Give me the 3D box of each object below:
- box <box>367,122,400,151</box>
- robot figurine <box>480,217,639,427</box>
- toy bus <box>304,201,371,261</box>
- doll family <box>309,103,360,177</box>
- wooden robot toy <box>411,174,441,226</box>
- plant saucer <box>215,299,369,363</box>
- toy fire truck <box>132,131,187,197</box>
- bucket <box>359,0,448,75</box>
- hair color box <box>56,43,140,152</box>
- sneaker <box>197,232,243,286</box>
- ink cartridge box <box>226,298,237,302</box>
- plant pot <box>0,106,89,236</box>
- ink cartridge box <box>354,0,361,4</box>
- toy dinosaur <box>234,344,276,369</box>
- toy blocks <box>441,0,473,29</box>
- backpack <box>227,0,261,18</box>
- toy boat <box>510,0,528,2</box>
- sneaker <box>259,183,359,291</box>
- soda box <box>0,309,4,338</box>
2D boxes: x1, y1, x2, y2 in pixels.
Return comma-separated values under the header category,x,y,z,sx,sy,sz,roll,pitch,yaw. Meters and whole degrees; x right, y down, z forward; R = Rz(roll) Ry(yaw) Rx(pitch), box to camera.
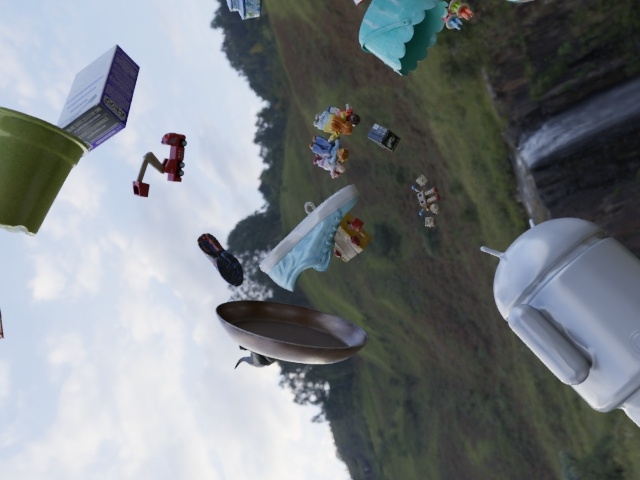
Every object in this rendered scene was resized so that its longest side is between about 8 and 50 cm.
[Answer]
category,x,y,z,sx,sy,sz,roll,pitch,yaw
box,0.200,-0.323,1.920,0.062,0.052,0.083,34,-173,37
robot figurine,0.403,0.106,0.901,0.300,0.199,0.353,-17,-126,-40
toy bus,0.062,-0.038,1.888,0.104,0.191,0.202,-47,-37,-47
doll family,0.043,-0.342,2.092,0.118,0.163,0.262,-4,-66,-48
wooden robot toy,0.358,-0.126,1.986,0.079,0.076,0.173,17,-124,-62
plant saucer,-0.059,0.183,1.217,0.311,0.311,0.050,-7,-72,-72
toy fire truck,-0.456,-0.216,1.732,0.135,0.047,0.191,2,-82,-40
bucket,0.268,-0.701,2.004,0.183,0.281,0.281,37,-168,15
hair color box,-0.647,-0.413,1.785,0.110,0.185,0.338,47,-155,-37
sneaker,-0.342,0.069,2.131,0.221,0.083,0.087,53,168,7
ink cartridge box,-0.160,0.252,1.900,0.189,0.233,0.066,43,-114,-53
plant pot,-0.738,-0.153,1.472,0.276,0.276,0.253,36,-114,-60
ink cartridge box,0.206,-0.679,1.359,0.130,0.272,0.309,59,173,-15
toy dinosaur,-0.208,0.398,2.239,0.160,0.313,0.121,44,-171,2
toy blocks,0.490,-0.805,2.184,0.054,0.123,0.148,82,164,-46
backpack,-0.191,-0.608,1.507,0.105,0.084,0.114,97,156,-61
toy boat,0.728,-0.994,2.244,0.267,0.318,0.148,45,161,11
sneaker,0.000,0.000,1.718,0.150,0.366,0.135,46,-159,-2
soda box,-0.755,0.092,1.329,0.084,0.092,0.263,-8,-126,-29
